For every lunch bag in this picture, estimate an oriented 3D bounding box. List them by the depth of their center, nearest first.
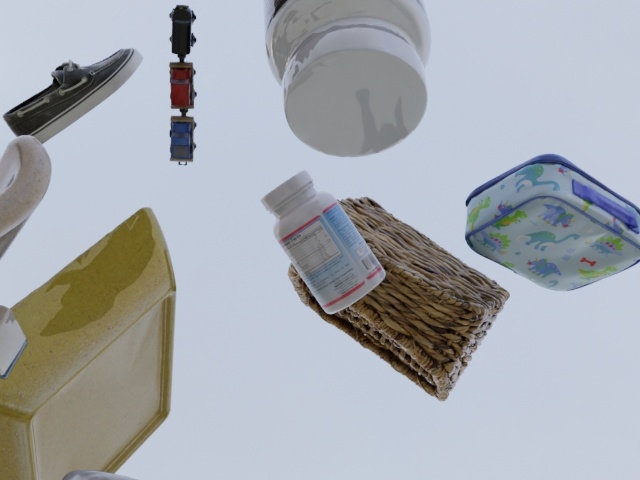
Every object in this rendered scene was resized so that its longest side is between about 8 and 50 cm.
[{"bbox_3d":[0.320,-0.020,1.213,0.219,0.090,0.176,25,-36,-25],"label":"lunch bag"}]

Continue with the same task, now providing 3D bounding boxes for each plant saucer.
[{"bbox_3d":[-0.264,0.178,1.001,0.081,0.333,0.333,25,-48,17],"label":"plant saucer"}]

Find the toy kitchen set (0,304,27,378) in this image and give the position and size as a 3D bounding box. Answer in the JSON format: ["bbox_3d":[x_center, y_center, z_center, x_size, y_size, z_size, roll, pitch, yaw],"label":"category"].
[{"bbox_3d":[-0.317,0.010,0.833,0.166,0.207,0.122,20,-29,4],"label":"toy kitchen set"}]

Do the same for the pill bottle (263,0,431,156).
[{"bbox_3d":[0.023,-0.226,0.892,0.162,0.278,0.162,-3,-38,-2],"label":"pill bottle"}]

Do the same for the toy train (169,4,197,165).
[{"bbox_3d":[-0.133,-0.146,0.868,0.027,0.036,0.158,1,-68,-6],"label":"toy train"}]

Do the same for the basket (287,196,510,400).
[{"bbox_3d":[0.090,0.103,1.339,0.299,0.213,0.223,36,-70,18],"label":"basket"}]

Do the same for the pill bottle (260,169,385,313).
[{"bbox_3d":[0.000,0.000,1.060,0.087,0.087,0.160,-33,-88,34],"label":"pill bottle"}]

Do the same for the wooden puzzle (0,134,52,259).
[{"bbox_3d":[-0.286,0.123,0.470,0.080,0.348,0.322,46,-36,-7],"label":"wooden puzzle"}]

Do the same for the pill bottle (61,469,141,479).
[{"bbox_3d":[-0.167,0.372,0.587,0.224,0.392,0.224,15,-31,9],"label":"pill bottle"}]

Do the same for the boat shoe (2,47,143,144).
[{"bbox_3d":[-0.353,-0.220,1.290,0.078,0.219,0.070,16,-36,58],"label":"boat shoe"}]
